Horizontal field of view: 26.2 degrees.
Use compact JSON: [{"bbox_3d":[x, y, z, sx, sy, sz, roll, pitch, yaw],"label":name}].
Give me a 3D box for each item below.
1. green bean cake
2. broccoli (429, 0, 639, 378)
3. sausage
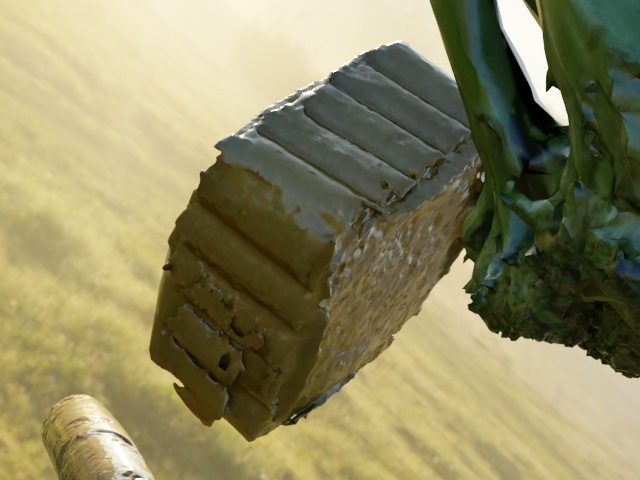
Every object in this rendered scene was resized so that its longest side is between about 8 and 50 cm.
[{"bbox_3d":[0.000,0.000,0.917,0.131,0.224,0.230,39,44,17],"label":"green bean cake"},{"bbox_3d":[0.167,-0.069,0.574,0.245,0.294,0.265,54,18,2],"label":"broccoli"},{"bbox_3d":[-0.160,0.161,0.980,0.066,0.066,0.301,39,-8,-16],"label":"sausage"}]
